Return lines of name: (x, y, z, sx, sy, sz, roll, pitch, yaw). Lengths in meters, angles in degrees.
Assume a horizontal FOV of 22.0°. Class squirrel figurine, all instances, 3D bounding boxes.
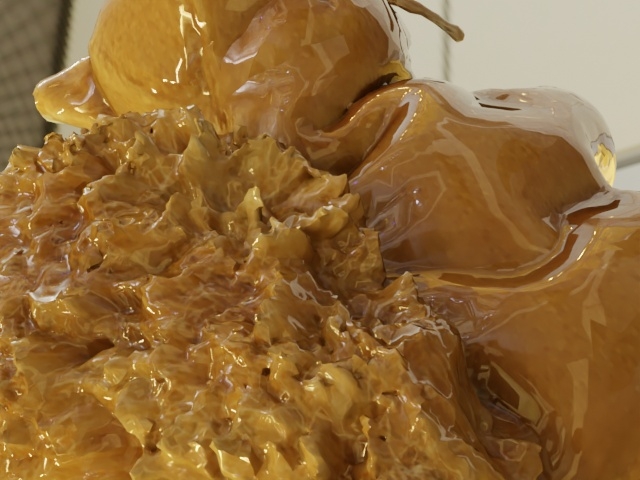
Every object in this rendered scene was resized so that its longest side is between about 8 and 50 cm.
squirrel figurine: (0.000, 0.000, 0.747, 0.397, 0.281, 0.370, -23, -108, -50)
